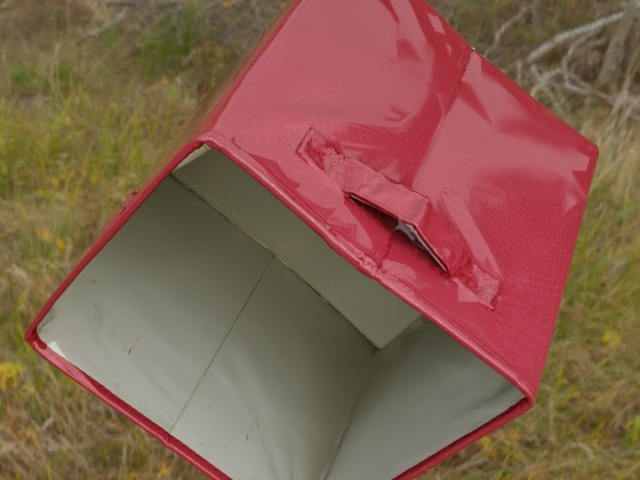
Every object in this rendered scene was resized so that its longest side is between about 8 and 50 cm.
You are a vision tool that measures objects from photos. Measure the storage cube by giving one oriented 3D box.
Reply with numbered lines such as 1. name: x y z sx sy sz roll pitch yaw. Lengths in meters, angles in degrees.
1. storage cube: 0.000 0.000 0.573 0.184 0.215 0.193 38 44 -10
